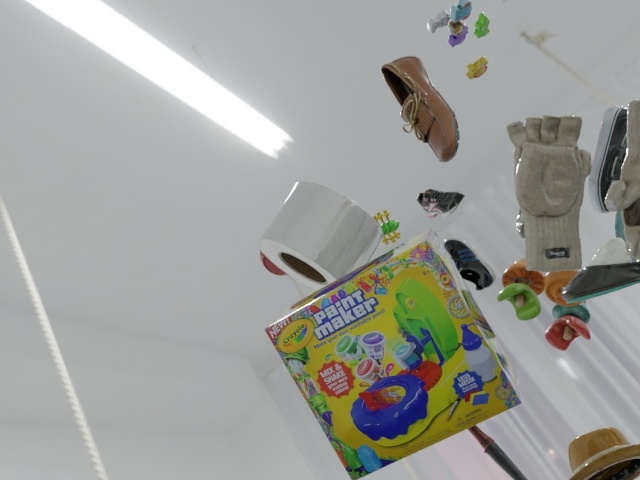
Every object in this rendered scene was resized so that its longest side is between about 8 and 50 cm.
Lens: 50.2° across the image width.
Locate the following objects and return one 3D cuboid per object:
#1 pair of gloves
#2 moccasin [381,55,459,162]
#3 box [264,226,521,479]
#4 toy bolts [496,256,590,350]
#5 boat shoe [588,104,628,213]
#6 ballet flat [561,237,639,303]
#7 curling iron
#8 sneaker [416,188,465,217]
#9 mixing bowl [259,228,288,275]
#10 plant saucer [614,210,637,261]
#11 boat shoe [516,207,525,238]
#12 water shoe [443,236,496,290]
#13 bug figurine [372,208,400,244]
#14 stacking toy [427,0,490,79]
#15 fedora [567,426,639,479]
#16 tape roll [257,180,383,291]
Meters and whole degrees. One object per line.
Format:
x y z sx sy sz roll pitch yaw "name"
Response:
0.358 -0.069 0.870 0.240 0.204 0.042 -8 2 -8 "pair of gloves"
0.284 -0.381 1.973 0.147 0.380 0.139 -14 -23 -16 "moccasin"
0.118 0.174 1.097 0.290 0.279 0.177 -31 0 14 "box"
0.565 0.119 1.605 0.218 0.228 0.158 -34 19 44 "toy bolts"
0.881 -0.227 2.020 0.121 0.119 0.335 -24 -58 -35 "boat shoe"
0.539 0.038 1.166 0.281 0.096 0.095 -10 -9 -4 "ballet flat"
0.345 0.415 1.410 0.035 0.274 0.068 -24 -52 -10 "curling iron"
0.317 -0.108 1.856 0.072 0.077 0.178 -55 14 -21 "sneaker"
-0.125 0.048 2.188 0.098 0.182 0.181 -61 -6 -46 "mixing bowl"
0.710 -0.030 1.250 0.318 0.317 0.044 -40 -2 9 "plant saucer"
0.666 -0.164 1.951 0.130 0.132 0.355 12 -64 3 "boat shoe"
0.432 0.066 2.038 0.080 0.203 0.073 -26 -37 -30 "water shoe"
0.138 0.051 1.844 0.216 0.279 0.072 -24 -8 8 "bug figurine"
0.297 -0.460 1.438 0.052 0.167 0.221 -32 -19 -4 "stacking toy"
0.498 0.387 1.212 0.194 0.079 0.194 -10 -41 -9 "fedora"
0.000 0.000 1.579 0.169 0.246 0.246 -58 -27 -16 "tape roll"
